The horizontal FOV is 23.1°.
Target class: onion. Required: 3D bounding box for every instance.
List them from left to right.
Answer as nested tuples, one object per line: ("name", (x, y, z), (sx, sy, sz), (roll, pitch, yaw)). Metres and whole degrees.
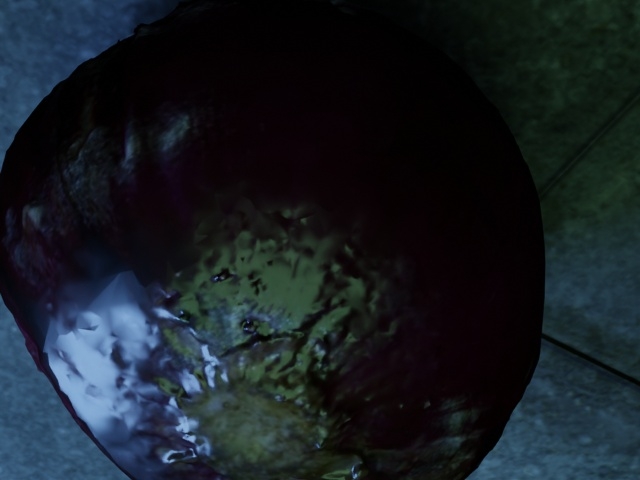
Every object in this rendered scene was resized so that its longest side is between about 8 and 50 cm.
("onion", (0.000, 0.000, 0.903), (0.260, 0.282, 0.336), (-37, 109, 25))
